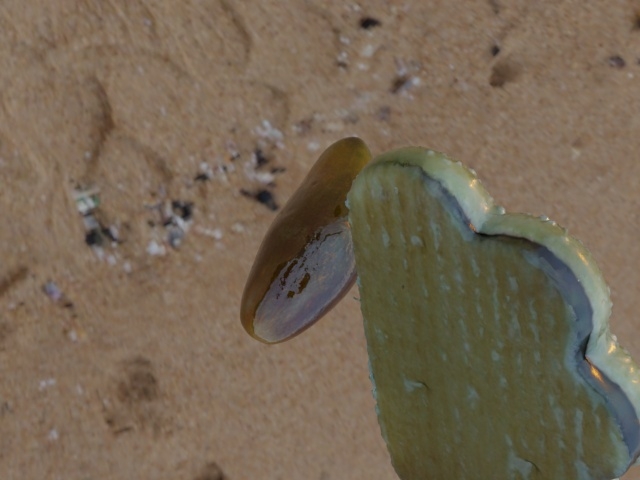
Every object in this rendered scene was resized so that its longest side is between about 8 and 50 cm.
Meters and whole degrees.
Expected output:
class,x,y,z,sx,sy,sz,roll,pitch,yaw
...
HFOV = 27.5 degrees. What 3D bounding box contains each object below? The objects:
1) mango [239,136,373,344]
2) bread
class,x,y,z,sx,sy,sz,roll,pitch,yaw
mango,0.000,0.000,1.410,0.111,0.267,0.133,28,149,-3
bread,0.112,0.078,0.793,0.056,0.207,0.286,-39,138,-35
